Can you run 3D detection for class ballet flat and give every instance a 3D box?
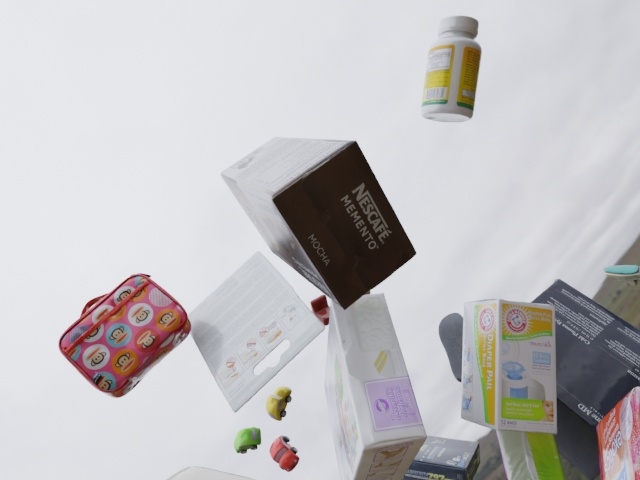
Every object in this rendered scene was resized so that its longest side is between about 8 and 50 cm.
[{"bbox_3d":[0.794,0.089,1.131,0.057,0.168,0.052,-26,-77,-42],"label":"ballet flat"}]

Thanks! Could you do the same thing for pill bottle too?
[{"bbox_3d":[0.294,-0.378,1.021,0.118,0.118,0.208,0,-82,-50],"label":"pill bottle"}]

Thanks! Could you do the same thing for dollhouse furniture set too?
[{"bbox_3d":[0.068,0.123,1.466,0.374,0.201,0.152,-64,-27,-64],"label":"dollhouse furniture set"}]

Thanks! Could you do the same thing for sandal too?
[{"bbox_3d":[0.456,0.359,1.539,0.097,0.254,0.054,-12,-44,17],"label":"sandal"}]

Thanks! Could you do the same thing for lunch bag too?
[{"bbox_3d":[-0.528,0.239,1.233,0.293,0.258,0.120,-47,-14,-26],"label":"lunch bag"}]

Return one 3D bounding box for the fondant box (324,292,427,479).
[{"bbox_3d":[0.074,0.283,0.789,0.096,0.238,0.330,-7,-41,-6],"label":"fondant box"}]

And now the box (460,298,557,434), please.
[{"bbox_3d":[0.312,0.204,0.766,0.114,0.103,0.203,9,-103,-14],"label":"box"}]

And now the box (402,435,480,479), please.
[{"bbox_3d":[0.296,0.558,1.165,0.233,0.183,0.059,16,-108,-62],"label":"box"}]

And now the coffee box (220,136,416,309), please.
[{"bbox_3d":[-0.022,-0.044,0.644,0.119,0.297,0.168,-36,-66,-11],"label":"coffee box"}]

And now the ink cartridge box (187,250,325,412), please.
[{"bbox_3d":[-0.183,0.242,1.267,0.308,0.385,0.091,-42,-44,-6],"label":"ink cartridge box"}]

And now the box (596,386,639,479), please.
[{"bbox_3d":[0.344,0.190,0.304,0.128,0.257,0.122,65,-147,-54],"label":"box"}]

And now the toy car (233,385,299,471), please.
[{"bbox_3d":[-0.172,0.554,1.313,0.225,0.239,0.053,-30,-45,21],"label":"toy car"}]

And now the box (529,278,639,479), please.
[{"bbox_3d":[0.616,0.317,1.117,0.312,0.343,0.179,-28,-41,-24],"label":"box"}]

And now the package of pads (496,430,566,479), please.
[{"bbox_3d":[0.395,0.333,0.916,0.101,0.296,0.229,-14,-19,19],"label":"package of pads"}]

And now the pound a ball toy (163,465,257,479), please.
[{"bbox_3d":[-0.163,0.322,0.310,0.319,0.136,0.208,12,-100,-73],"label":"pound a ball toy"}]
